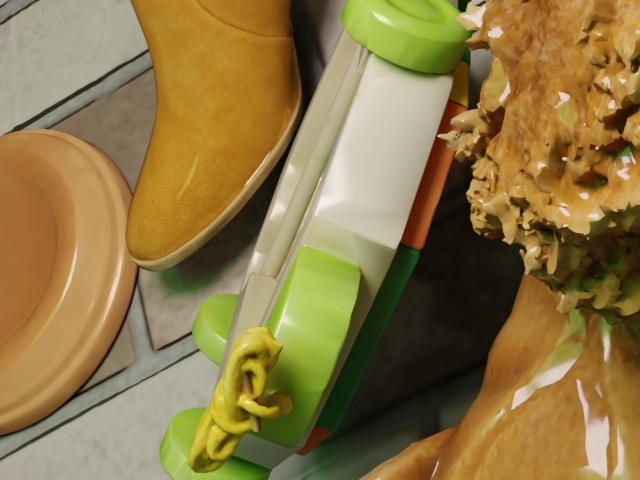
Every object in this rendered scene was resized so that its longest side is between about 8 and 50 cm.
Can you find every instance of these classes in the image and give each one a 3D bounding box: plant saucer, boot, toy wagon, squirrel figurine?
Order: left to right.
[{"bbox_3d":[-0.202,0.020,1.107,0.200,0.037,0.200,-13,64,29],"label":"plant saucer"},{"bbox_3d":[-0.089,-0.151,0.987,0.104,0.211,0.295,22,80,53],"label":"boot"},{"bbox_3d":[0.000,0.000,0.835,0.344,0.068,0.267,-81,13,-62],"label":"toy wagon"},{"bbox_3d":[0.139,-0.028,0.682,0.281,0.397,0.370,21,74,32],"label":"squirrel figurine"}]
